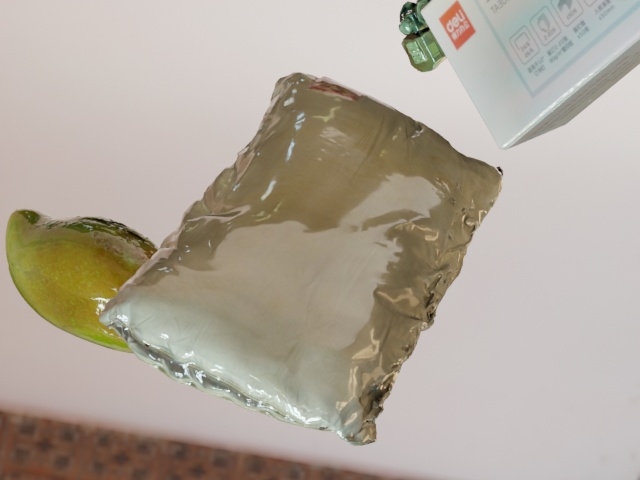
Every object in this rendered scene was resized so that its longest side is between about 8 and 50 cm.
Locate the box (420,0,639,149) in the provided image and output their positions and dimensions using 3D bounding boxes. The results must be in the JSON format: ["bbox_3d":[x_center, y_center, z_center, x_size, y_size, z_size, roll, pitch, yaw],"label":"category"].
[{"bbox_3d":[0.192,-0.183,1.112,0.135,0.079,0.269,60,144,10],"label":"box"}]

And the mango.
[{"bbox_3d":[-0.219,0.030,1.473,0.111,0.233,0.125,-28,-42,-43],"label":"mango"}]

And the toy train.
[{"bbox_3d":[0.135,-0.232,1.574,0.148,0.071,0.038,-39,22,-32],"label":"toy train"}]

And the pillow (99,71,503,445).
[{"bbox_3d":[0.000,0.000,0.717,0.229,0.128,0.051,-57,-12,-50],"label":"pillow"}]
